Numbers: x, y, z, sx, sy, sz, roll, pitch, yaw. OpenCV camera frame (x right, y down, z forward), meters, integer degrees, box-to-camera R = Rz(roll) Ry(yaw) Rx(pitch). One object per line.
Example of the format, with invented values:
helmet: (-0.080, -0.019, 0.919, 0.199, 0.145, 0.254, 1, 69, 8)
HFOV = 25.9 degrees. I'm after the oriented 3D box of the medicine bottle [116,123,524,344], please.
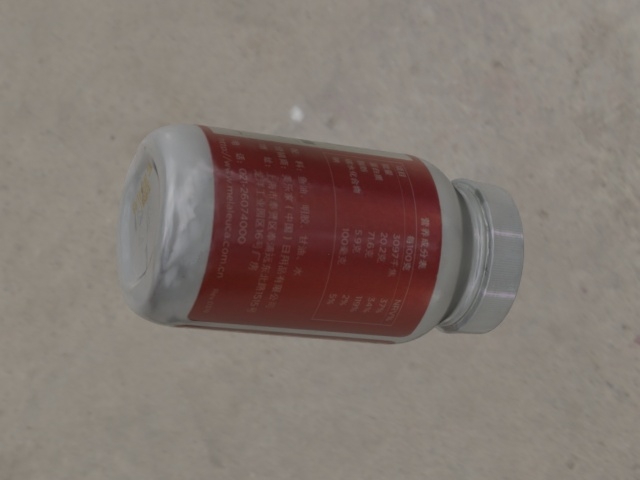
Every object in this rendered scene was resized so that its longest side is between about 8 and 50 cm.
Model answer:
medicine bottle: (0.000, 0.000, 0.914, 0.131, 0.250, 0.131, -174, 90, -66)
